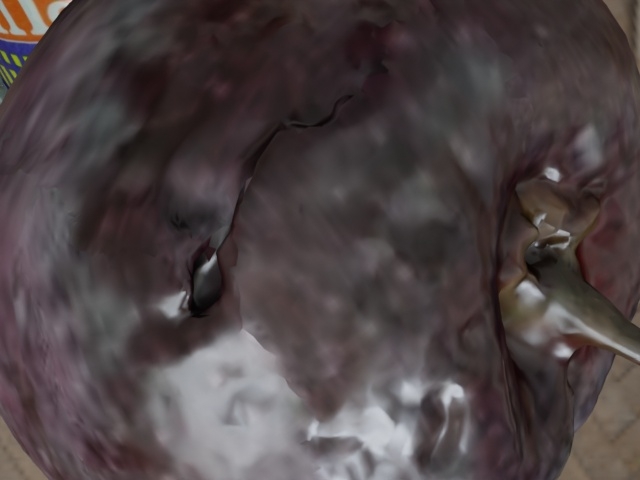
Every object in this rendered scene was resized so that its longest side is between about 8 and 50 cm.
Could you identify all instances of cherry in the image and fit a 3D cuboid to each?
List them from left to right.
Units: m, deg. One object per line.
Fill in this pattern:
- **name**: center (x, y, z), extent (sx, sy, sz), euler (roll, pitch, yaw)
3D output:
- **cherry**: center (-0.008, 0.002, 0.459), extent (0.195, 0.195, 0.195), euler (4, 81, -25)

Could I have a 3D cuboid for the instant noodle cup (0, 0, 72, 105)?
- **instant noodle cup**: center (-0.145, -0.262, 0.959), extent (0.284, 0.284, 0.312), euler (-51, 133, -22)
